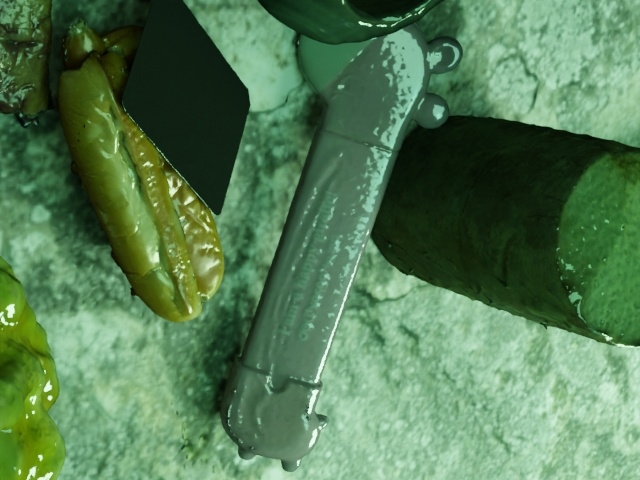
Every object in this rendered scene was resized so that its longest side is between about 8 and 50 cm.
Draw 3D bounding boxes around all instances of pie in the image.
[{"bbox_3d":[-0.213,-0.150,1.006,0.092,0.034,0.170,-10,122,-27],"label":"pie"}]

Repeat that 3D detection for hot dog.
[{"bbox_3d":[-0.135,-0.051,1.084,0.102,0.076,0.249,-57,140,-47],"label":"hot dog"}]

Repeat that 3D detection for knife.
[{"bbox_3d":[0.000,0.000,1.213,0.132,0.038,0.398,17,103,-5],"label":"knife"}]

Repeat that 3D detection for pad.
[{"bbox_3d":[-0.093,-0.101,1.079,0.157,0.003,0.112,53,45,-52],"label":"pad"}]

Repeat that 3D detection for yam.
[{"bbox_3d":[0.168,-0.016,1.207,0.161,0.268,0.161,-7,103,-31],"label":"yam"}]

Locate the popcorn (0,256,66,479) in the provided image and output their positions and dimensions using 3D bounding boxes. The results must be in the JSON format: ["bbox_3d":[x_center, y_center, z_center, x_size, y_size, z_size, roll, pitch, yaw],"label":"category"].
[{"bbox_3d":[-0.289,0.117,0.919,0.279,0.274,0.335,31,90,-43],"label":"popcorn"}]

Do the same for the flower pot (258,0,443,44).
[{"bbox_3d":[0.036,-0.257,1.060,0.189,0.157,0.243,31,91,-39],"label":"flower pot"}]
